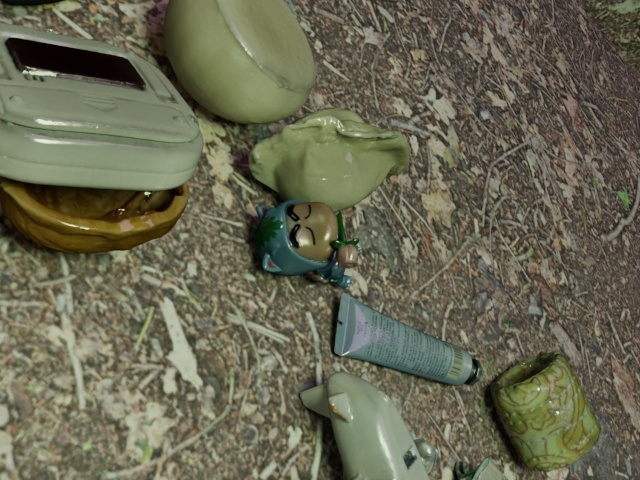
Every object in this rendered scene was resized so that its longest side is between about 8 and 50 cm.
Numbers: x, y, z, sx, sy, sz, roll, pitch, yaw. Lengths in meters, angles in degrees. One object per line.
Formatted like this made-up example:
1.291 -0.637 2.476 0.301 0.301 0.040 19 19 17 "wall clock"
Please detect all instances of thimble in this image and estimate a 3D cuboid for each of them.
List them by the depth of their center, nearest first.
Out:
0.365 0.268 1.223 0.190 0.137 0.143 -22 84 -60 "thimble"

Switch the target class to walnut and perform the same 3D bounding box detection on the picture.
-0.252 -0.039 0.821 0.211 0.087 0.167 -12 51 -47 "walnut"

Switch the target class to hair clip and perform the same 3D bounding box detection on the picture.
0.185 0.381 1.031 0.159 0.071 0.218 46 36 -5 "hair clip"

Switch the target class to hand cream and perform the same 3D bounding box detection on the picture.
0.130 0.158 1.120 0.271 0.058 0.091 23 64 -30 "hand cream"

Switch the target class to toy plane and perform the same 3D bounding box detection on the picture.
0.066 0.278 0.944 0.244 0.118 0.244 47 29 -36 "toy plane"

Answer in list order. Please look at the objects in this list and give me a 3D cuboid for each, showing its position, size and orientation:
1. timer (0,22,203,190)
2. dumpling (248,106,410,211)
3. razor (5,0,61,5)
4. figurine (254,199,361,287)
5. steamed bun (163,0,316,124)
-0.263 -0.145 0.803 0.262 0.087 0.237 1 37 -38 "timer"
0.025 -0.119 1.068 0.258 0.193 0.146 11 62 -48 "dumpling"
-0.343 -0.337 0.934 0.090 0.054 0.148 56 42 -4 "razor"
0.002 0.003 1.021 0.178 0.145 0.114 28 59 -45 "figurine"
-0.121 -0.257 1.040 0.232 0.145 0.231 41 33 -34 "steamed bun"
